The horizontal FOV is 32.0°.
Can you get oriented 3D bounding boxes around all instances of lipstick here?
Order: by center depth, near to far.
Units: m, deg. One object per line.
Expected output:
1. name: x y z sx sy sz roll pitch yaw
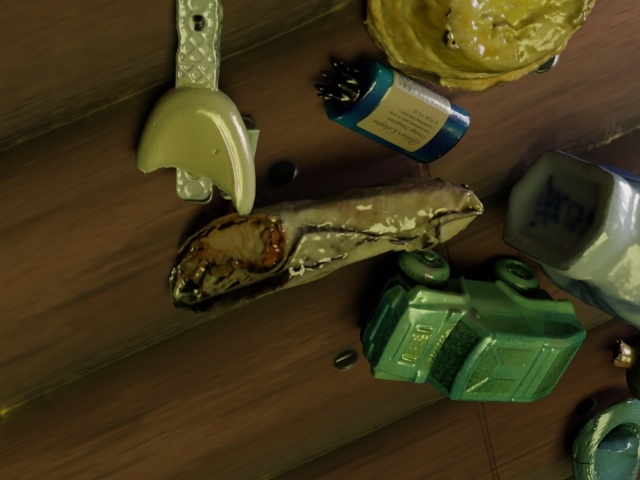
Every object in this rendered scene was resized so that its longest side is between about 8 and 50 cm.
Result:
1. lipstick: -0.095 -0.073 1.218 0.030 0.030 0.129 -3 128 -23

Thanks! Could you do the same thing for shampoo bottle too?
1. shampoo bottle: 0.075 -0.144 1.224 0.183 0.050 0.087 22 134 -36

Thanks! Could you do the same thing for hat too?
1. hat: 0.449 0.324 1.766 0.138 0.078 0.191 -7 110 -31

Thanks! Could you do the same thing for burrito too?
1. burrito: 0.001 -0.003 1.244 0.347 0.107 0.175 -14 167 -11

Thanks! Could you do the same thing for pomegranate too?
1. pomegranate: 0.502 0.188 1.654 0.130 0.130 0.130 -13 130 -16

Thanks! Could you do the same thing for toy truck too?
1. toy truck: 0.190 0.114 1.419 0.278 0.156 0.155 7 123 -31

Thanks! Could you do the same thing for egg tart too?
1. egg tart: 0.182 -0.264 1.142 0.290 0.115 0.290 -12 131 -14

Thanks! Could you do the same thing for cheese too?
1. cheese: -0.122 -0.140 1.128 0.127 0.050 0.235 7 119 1

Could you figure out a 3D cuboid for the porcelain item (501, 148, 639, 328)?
1. porcelain item: 0.427 0.028 1.407 0.405 0.242 0.179 20 97 -33
